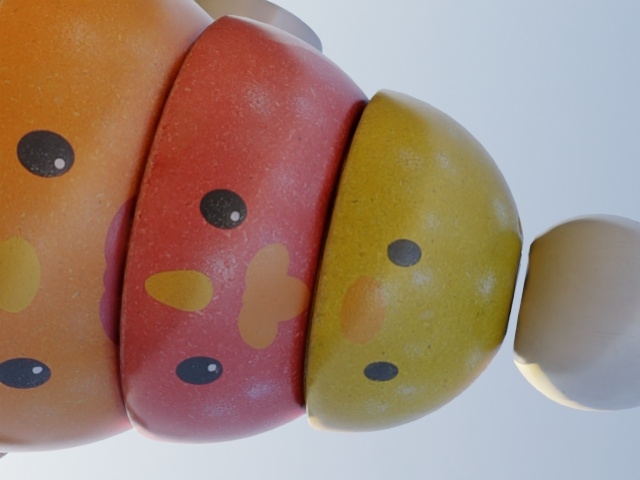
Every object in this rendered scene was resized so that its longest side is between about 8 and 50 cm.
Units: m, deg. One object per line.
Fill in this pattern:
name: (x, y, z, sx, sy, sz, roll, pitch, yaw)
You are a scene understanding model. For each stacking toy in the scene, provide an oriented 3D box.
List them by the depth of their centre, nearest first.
stacking toy: (0.000, 0.000, 0.809, 0.350, 0.479, 0.351, 9, 90, -81)

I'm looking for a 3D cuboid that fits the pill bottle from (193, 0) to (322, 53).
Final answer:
pill bottle: (-0.135, -0.080, 1.464, 0.204, 0.204, 0.361, -9, -122, 63)
